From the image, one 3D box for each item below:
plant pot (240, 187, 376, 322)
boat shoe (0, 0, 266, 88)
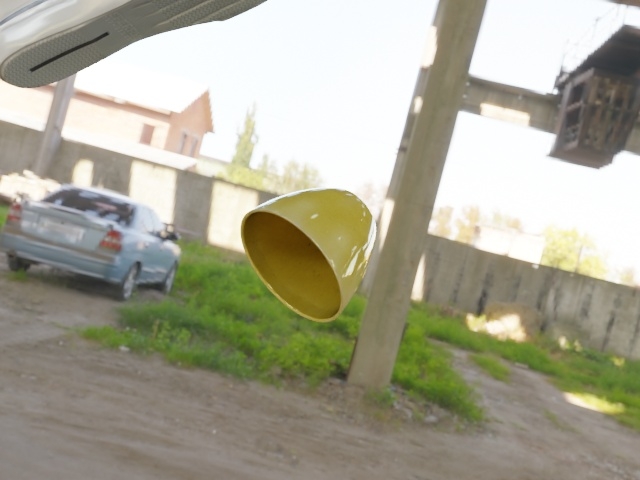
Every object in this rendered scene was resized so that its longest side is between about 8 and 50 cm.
[{"bbox_3d":[0.000,0.000,0.780,0.134,0.095,0.134,31,-36,26],"label":"plant pot"},{"bbox_3d":[-0.114,-0.176,0.495,0.226,0.076,0.083,-22,-10,-3],"label":"boat shoe"}]
